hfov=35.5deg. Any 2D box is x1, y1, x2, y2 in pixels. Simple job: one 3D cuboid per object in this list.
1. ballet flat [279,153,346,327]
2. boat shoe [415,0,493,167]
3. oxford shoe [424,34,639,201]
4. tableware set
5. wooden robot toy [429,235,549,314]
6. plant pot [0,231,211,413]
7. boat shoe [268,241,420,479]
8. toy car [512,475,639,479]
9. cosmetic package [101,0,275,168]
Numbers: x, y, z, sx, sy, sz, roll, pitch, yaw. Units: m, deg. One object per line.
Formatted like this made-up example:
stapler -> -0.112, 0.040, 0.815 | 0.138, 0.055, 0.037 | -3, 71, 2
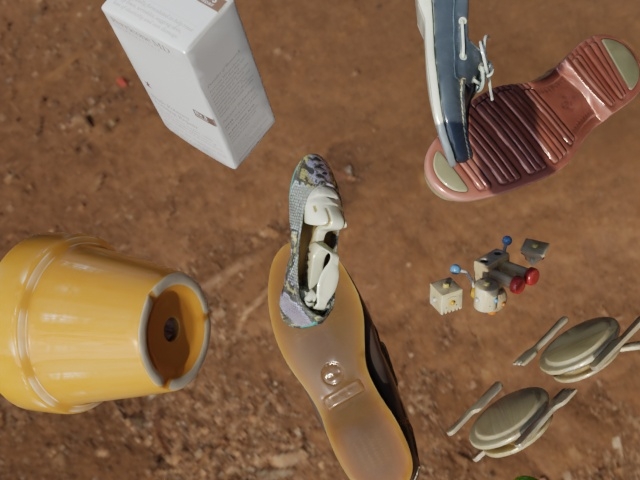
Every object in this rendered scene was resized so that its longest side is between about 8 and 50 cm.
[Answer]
ballet flat -> 0.000, 0.000, 0.641 | 0.041, 0.041, 0.114 | 3, 84, 31
boat shoe -> 0.159, -0.212, 1.160 | 0.079, 0.095, 0.255 | -7, 76, 4
oxford shoe -> 0.286, -0.146, 1.394 | 0.397, 0.146, 0.140 | -29, 82, -27
tableware set -> 0.222, 0.145, 0.959 | 0.194, 0.039, 0.128 | -39, 12, -22
wooden robot toy -> 0.203, 0.061, 1.164 | 0.173, 0.079, 0.076 | -26, 40, -33
plant pot -> -0.232, 0.095, 1.103 | 0.187, 0.205, 0.205 | 2, 52, 29
boat shoe -> 0.018, 0.100, 0.773 | 0.073, 0.073, 0.207 | -21, 79, 9
toy car -> 0.298, 0.342, 1.156 | 0.188, 0.149, 0.155 | -46, 5, 42
cosmetic package -> -0.133, -0.183, 1.062 | 0.117, 0.231, 0.085 | 31, 75, 22
